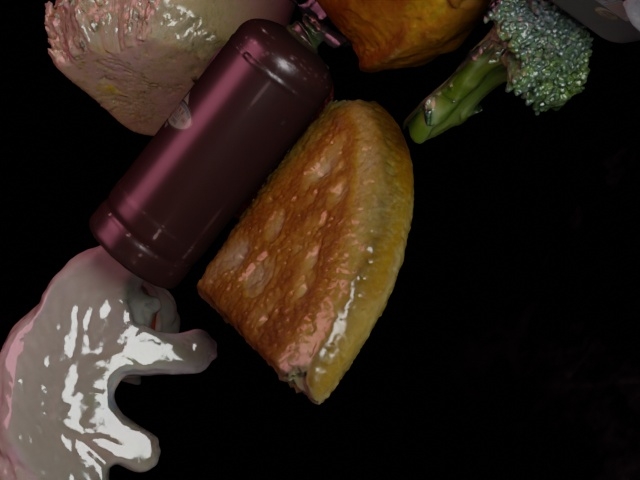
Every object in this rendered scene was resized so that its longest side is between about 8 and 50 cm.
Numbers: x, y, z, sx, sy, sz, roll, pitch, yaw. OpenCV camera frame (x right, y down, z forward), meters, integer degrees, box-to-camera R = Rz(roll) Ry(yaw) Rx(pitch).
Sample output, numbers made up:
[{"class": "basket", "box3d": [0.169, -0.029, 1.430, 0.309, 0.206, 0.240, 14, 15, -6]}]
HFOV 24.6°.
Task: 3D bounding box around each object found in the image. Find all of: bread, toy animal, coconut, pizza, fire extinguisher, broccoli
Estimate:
[{"class": "bread", "box3d": [0.112, -0.295, 1.343, 0.312, 0.172, 0.312, -49, 8, 9]}, {"class": "toy animal", "box3d": [-0.239, 0.173, 1.585, 0.308, 0.266, 0.188, 69, 158, 3]}, {"class": "coconut", "box3d": [-0.174, -0.308, 1.780, 0.297, 0.297, 0.309, -25, 46, 50]}, {"class": "pizza", "box3d": [0.019, 0.000, 1.360, 0.258, 0.087, 0.268, -55, 28, 3]}, {"class": "fire extinguisher", "box3d": [-0.093, -0.119, 1.458, 0.135, 0.114, 0.337, 44, 102, 17]}, {"class": "broccoli", "box3d": [0.146, -0.144, 1.259, 0.204, 0.118, 0.122, -37, 65, 47]}]

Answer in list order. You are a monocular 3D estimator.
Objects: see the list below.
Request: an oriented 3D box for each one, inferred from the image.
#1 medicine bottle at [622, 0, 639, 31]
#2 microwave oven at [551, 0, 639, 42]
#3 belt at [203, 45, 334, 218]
[{"class": "medicine bottle", "box3d": [0.318, -0.279, 0.996, 0.124, 0.179, 0.324, 16, 77, 60]}, {"class": "microwave oven", "box3d": [0.210, -0.275, 1.115, 0.145, 0.240, 0.194, 7, 71, 61]}, {"class": "belt", "box3d": [-0.067, -0.122, 1.576, 0.201, 0.128, 0.124, -66, 27, 6]}]
